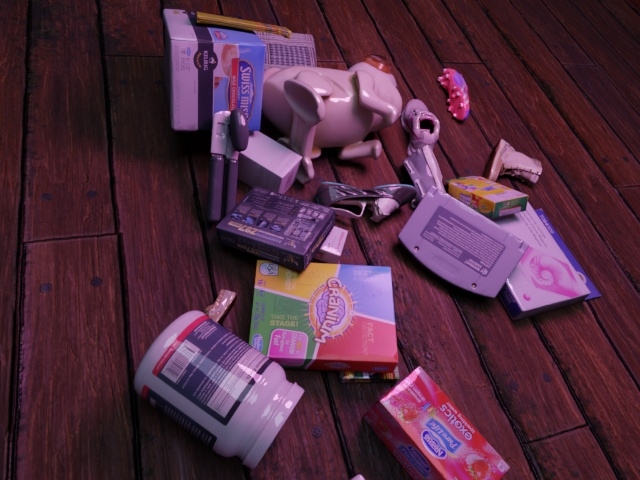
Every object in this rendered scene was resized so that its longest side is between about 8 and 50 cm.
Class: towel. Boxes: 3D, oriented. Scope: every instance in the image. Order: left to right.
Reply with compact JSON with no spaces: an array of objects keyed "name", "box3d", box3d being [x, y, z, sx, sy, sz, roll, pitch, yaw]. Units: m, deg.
[{"name":"towel","box3d":[-0.198,-0.553,1.270,0.238,0.021,0.102,3,27,-17]},{"name":"towel","box3d":[-0.169,-0.622,1.650,0.325,0.056,0.311,5,55,-12]}]

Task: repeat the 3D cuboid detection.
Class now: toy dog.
[{"name":"toy dog","box3d":[0.055,-0.386,1.448,0.408,0.284,0.395,-21,46,-29]}]

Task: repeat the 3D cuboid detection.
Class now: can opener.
[{"name":"can opener","box3d":[-0.228,-0.182,1.213,0.076,0.095,0.283,4,89,-35]}]

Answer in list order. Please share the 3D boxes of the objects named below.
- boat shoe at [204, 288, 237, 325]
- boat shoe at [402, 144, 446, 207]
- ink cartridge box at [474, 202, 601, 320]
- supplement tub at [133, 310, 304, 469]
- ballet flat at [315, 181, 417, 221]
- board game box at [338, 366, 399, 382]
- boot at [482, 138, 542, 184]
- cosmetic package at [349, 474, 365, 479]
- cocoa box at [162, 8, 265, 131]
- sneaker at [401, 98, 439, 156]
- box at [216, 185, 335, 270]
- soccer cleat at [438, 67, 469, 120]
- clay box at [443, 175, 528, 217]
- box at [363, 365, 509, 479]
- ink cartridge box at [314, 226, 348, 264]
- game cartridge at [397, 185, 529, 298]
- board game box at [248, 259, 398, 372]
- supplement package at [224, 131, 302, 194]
[{"name":"boat shoe","box3d":[-0.233,0.162,1.092,0.045,0.050,0.135,24,43,5]},{"name":"boat shoe","box3d":[0.313,-0.127,1.436,0.099,0.116,0.319,-20,62,23]},{"name":"ink cartridge box","box3d":[0.601,0.038,1.400,0.331,0.071,0.323,-11,59,-21]},{"name":"supplement tub","box3d":[-0.188,0.277,0.932,0.272,0.191,0.191,33,54,8]},{"name":"ballet flat","box3d":[0.127,-0.100,1.355,0.281,0.095,0.096,1,65,-3]},{"name":"board game box","box3d":[0.099,0.205,1.166,0.136,0.030,0.259,2,56,-12]},{"name":"boot","box3d":[0.616,-0.224,1.582,0.165,0.077,0.213,30,51,4]},{"name":"cosmetic package","box3d":[-0.021,0.583,0.789,0.366,0.155,0.197,-29,67,-30]},{"name":"cocoa box","box3d":[-0.295,-0.462,1.331,0.228,0.231,0.347,-3,35,-19]},{"name":"sneaker","box3d":[0.330,-0.372,1.580,0.103,0.111,0.252,4,55,-13]},{"name":"box","box3d":[-0.104,-0.034,1.195,0.233,0.059,0.183,16,44,17]},{"name":"soccer cleat","box3d":[0.493,-0.519,1.753,0.095,0.083,0.247,4,52,-19]},{"name":"clay box","box3d":[0.474,-0.134,1.447,0.128,0.053,0.222,-12,27,-23]},{"name":"box","box3d":[0.226,0.406,1.002,0.128,0.122,0.257,-30,69,-30]},{"name":"ink cartridge box","box3d":[0.000,0.000,1.265,0.123,0.052,0.088,21,52,-2]},{"name":"game cartridge","box3d":[0.362,0.013,1.295,0.294,0.060,0.196,34,88,9]},{"name":"board game box","box3d":[0.005,0.167,1.115,0.317,0.064,0.242,3,55,-4]},{"name":"supplement package","box3d":[-0.159,-0.208,1.332,0.179,0.105,0.105,32,53,7]}]
